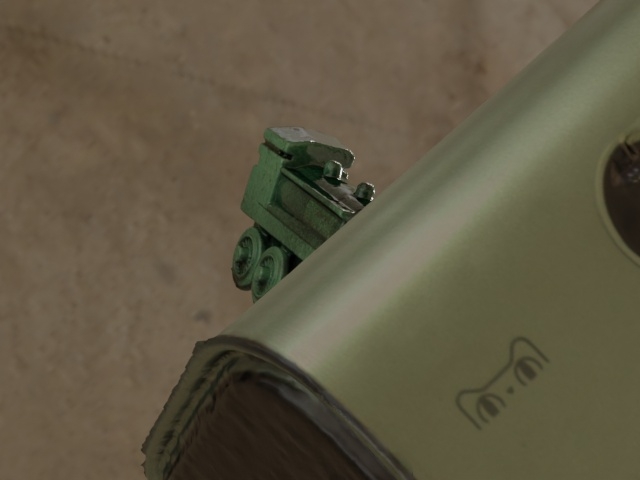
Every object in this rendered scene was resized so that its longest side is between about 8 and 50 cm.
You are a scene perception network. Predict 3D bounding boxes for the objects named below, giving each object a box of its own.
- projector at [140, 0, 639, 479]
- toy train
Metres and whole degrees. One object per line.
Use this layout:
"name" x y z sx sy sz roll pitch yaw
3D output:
"projector" 0.105 0.082 0.774 0.248 0.248 0.249 46 65 7
"toy train" 0.000 0.000 1.170 0.071 0.111 0.170 12 12 -26
